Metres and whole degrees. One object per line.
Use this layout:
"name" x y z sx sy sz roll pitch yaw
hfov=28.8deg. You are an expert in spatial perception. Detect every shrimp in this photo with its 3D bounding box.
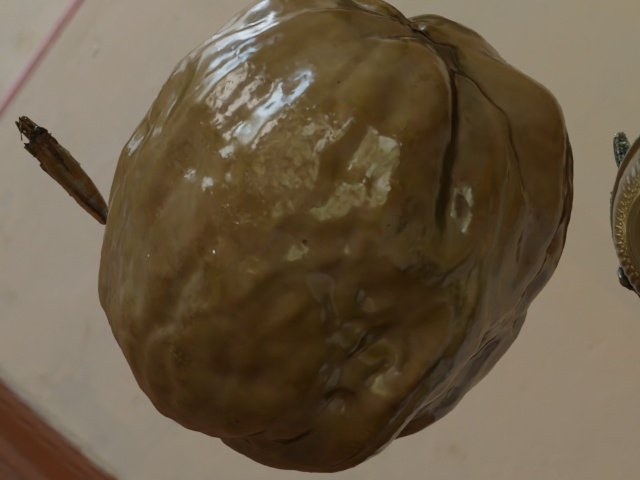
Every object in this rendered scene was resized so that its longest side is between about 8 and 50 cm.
"shrimp" -0.305 -0.088 1.441 0.124 0.034 0.178 29 -18 53

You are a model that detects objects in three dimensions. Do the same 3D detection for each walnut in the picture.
"walnut" 0.002 0.002 0.867 0.306 0.344 0.306 24 30 -15

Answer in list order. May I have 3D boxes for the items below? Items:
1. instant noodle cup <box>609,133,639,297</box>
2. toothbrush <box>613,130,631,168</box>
"instant noodle cup" 0.402 -0.010 1.335 0.091 0.274 0.274 -11 42 -43
"toothbrush" 0.463 0.026 1.737 0.037 0.028 0.375 54 23 -78
